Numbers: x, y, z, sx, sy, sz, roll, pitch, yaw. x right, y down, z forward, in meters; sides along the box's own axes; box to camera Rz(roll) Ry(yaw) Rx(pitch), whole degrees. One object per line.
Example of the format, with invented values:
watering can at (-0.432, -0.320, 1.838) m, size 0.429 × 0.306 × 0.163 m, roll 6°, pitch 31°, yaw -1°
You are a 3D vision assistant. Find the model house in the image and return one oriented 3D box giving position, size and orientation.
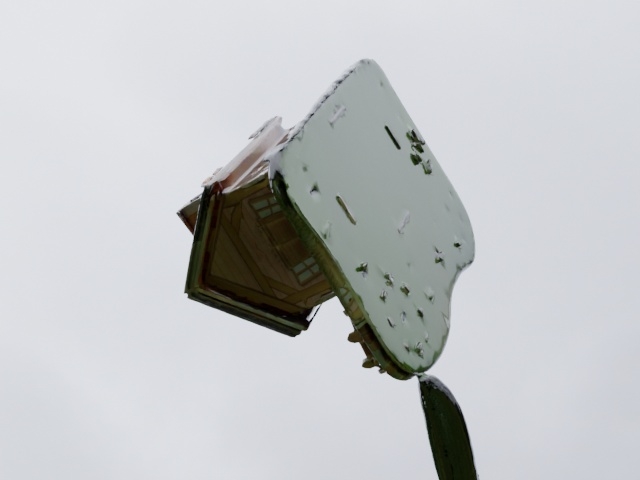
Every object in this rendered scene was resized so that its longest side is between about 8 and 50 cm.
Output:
model house at (-0.001, 0.000, 0.885) m, size 0.154 × 0.294 × 0.207 m, roll -25°, pitch -76°, yaw 25°

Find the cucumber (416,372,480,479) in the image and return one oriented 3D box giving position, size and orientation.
cucumber at (0.162, 0.272, 1.266) m, size 0.056 × 0.056 × 0.284 m, roll -17°, pitch -65°, yaw 11°
